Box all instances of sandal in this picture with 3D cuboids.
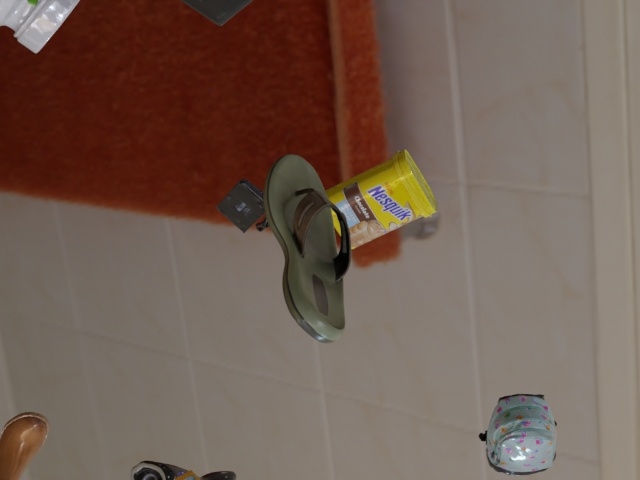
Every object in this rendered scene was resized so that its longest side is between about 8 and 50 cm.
[{"bbox_3d":[0.001,0.001,1.584,0.120,0.086,0.302,24,-142,-37],"label":"sandal"}]

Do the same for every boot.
[{"bbox_3d":[-0.501,0.382,1.883,0.073,0.197,0.152,28,-156,-20],"label":"boot"}]

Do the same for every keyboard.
[{"bbox_3d":[-0.137,-0.061,2.303,0.023,0.108,0.180,-51,-174,-25],"label":"keyboard"}]

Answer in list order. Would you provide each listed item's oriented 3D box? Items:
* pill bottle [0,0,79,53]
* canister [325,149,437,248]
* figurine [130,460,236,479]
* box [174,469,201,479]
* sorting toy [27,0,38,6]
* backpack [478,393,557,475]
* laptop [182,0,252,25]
[{"bbox_3d":[-0.624,-0.529,2.100,0.229,0.408,0.229,-44,-160,21],"label":"pill bottle"},{"bbox_3d":[0.101,-0.068,2.057,0.170,0.126,0.073,-26,-149,15],"label":"canister"},{"bbox_3d":[-0.223,0.475,1.924,0.092,0.215,0.209,4,171,37],"label":"figurine"},{"bbox_3d":[-0.122,0.312,1.271,0.028,0.081,0.136,-24,-133,-38],"label":"box"},{"bbox_3d":[-0.393,-0.352,1.567,0.083,0.062,0.012,48,-166,19],"label":"sorting toy"},{"bbox_3d":[0.382,0.365,2.200,0.152,0.182,0.115,-8,-130,-1],"label":"backpack"},{"bbox_3d":[-0.224,-0.677,2.229,0.382,0.408,0.236,-25,-140,51],"label":"laptop"}]
